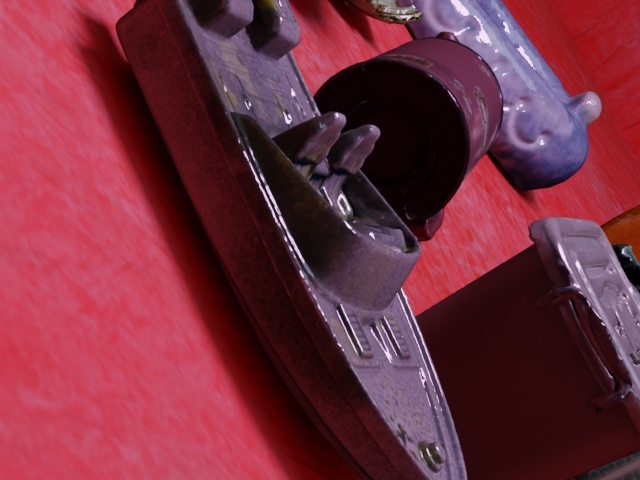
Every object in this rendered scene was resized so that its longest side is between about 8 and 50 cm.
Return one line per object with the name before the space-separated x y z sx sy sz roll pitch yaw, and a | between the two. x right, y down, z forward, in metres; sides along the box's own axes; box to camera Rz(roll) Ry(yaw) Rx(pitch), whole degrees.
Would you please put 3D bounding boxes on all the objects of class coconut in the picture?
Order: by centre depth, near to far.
coconut | 0.037 -0.244 1.415 0.133 0.055 0.158 58 17 -11

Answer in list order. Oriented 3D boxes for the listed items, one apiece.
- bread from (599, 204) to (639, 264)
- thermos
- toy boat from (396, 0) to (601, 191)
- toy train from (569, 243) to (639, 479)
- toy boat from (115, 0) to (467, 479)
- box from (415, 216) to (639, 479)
bread | 0.401 0.014 1.664 0.156 0.288 0.204 62 11 -11
thermos | 0.079 -0.078 1.154 0.136 0.109 0.330 59 16 -3
toy boat | 0.196 -0.208 1.724 0.330 0.123 0.215 56 15 -10
toy train | 0.254 0.138 1.229 0.269 0.154 0.115 64 15 11
toy boat | 0.000 0.000 0.805 0.319 0.092 0.141 65 18 14
box | 0.143 0.083 1.026 0.163 0.135 0.243 63 15 7
